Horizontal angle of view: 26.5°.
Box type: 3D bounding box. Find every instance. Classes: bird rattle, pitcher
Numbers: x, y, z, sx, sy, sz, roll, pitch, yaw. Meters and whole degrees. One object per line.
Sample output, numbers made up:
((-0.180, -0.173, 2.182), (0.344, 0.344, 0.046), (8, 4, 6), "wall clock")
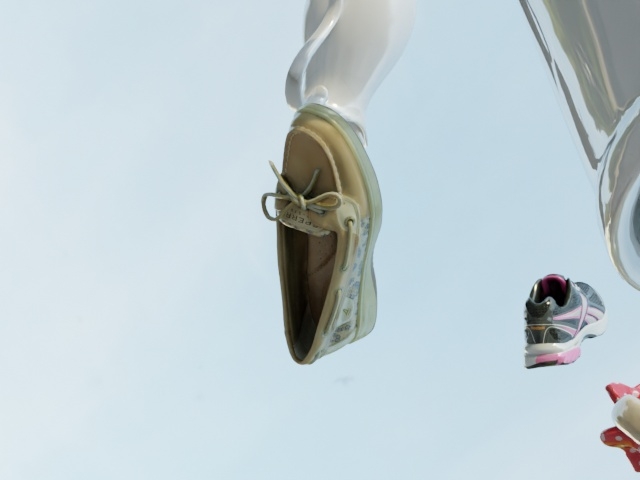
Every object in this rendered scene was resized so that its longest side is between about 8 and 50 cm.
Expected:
((0.371, 0.205, 1.350), (0.143, 0.207, 0.253), (-49, -131, 6), "bird rattle")
((0.025, -0.224, 1.507), (0.125, 0.178, 0.207), (16, -92, 21), "pitcher")

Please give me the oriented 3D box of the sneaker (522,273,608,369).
((0.248, 0.066, 1.380), (0.072, 0.178, 0.077), (-5, -77, 21), "sneaker")

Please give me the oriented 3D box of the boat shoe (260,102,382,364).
((0.000, 0.000, 1.381), (0.104, 0.089, 0.285), (20, -50, 39), "boat shoe")

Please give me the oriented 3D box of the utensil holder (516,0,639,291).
((0.293, -0.200, 0.956), (0.328, 0.327, 0.386), (-57, -141, 46), "utensil holder")
